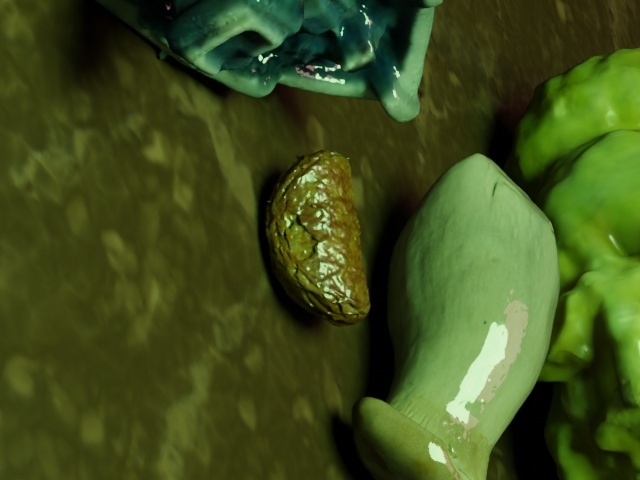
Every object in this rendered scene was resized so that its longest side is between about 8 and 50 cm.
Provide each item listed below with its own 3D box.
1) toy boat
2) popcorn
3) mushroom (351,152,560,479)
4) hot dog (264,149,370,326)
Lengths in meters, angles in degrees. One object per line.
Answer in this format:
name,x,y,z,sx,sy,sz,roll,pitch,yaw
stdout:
toy boat,-0.036,-0.121,0.715,0.309,0.129,0.142,34,37,-54
popcorn,0.201,0.041,1.053,0.286,0.173,0.225,-93,168,-45
mushroom,0.072,0.047,0.882,0.097,0.088,0.212,93,9,-53
hot dog,0.000,0.000,0.822,0.058,0.035,0.083,19,60,-58
